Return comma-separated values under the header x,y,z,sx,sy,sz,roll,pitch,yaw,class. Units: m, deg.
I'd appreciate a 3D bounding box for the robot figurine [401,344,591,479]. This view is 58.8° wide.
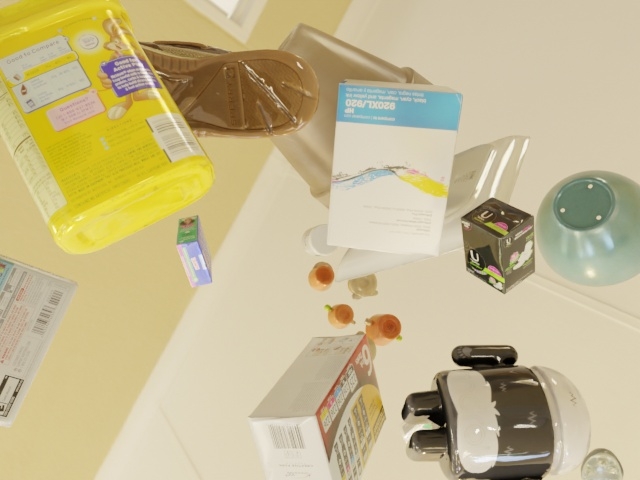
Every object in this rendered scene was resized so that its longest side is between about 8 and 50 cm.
x,y,z,sx,sy,sz,roll,pitch,yaw,class
0.270,0.284,0.885,0.173,0.278,0.209,-99,-175,-82,robot figurine

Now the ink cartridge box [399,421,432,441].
x,y,z,sx,sy,sz,roll,pitch,yaw,class
0.350,0.473,1.514,0.181,0.225,0.056,-55,-145,33,ink cartridge box

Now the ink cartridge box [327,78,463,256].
x,y,z,sx,sy,sz,roll,pitch,yaw,class
0.104,-0.115,0.855,0.171,0.168,0.232,-74,169,-72,ink cartridge box

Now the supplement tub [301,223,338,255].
x,y,z,sx,sy,sz,roll,pitch,yaw,class
0.000,0.000,1.276,0.107,0.071,0.071,165,-53,-77,supplement tub

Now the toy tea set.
x,y,z,sx,sy,sz,roll,pitch,yaw,class
0.095,0.200,1.664,0.336,0.200,0.124,62,-18,8,toy tea set

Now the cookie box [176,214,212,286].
x,y,z,sx,sy,sz,roll,pitch,yaw,class
-0.227,0.018,1.027,0.040,0.091,0.107,-15,-152,-5,cookie box

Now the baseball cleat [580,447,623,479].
x,y,z,sx,sy,sz,roll,pitch,yaw,class
0.534,0.440,1.075,0.072,0.205,0.109,-1,-146,27,baseball cleat

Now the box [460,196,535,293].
x,y,z,sx,sy,sz,roll,pitch,yaw,class
0.200,0.005,0.639,0.052,0.083,0.062,-31,-141,-19,box

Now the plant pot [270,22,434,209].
x,y,z,sx,sy,sz,roll,pitch,yaw,class
0.013,-0.258,1.115,0.323,0.280,0.323,-49,-161,23,plant pot

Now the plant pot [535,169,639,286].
x,y,z,sx,sy,sz,roll,pitch,yaw,class
0.650,-0.054,1.367,0.290,0.195,0.290,-14,-116,30,plant pot

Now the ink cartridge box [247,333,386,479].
x,y,z,sx,sy,sz,roll,pitch,yaw,class
0.018,0.365,1.071,0.130,0.309,0.271,-9,-76,23,ink cartridge box

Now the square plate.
x,y,z,sx,sy,sz,roll,pitch,yaw,class
0.211,-0.074,1.103,0.344,0.049,0.347,-20,-155,41,square plate

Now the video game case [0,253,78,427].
x,y,z,sx,sy,sz,roll,pitch,yaw,class
-0.451,0.116,0.729,0.212,0.193,0.023,-65,-154,-2,video game case

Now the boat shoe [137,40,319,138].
x,y,z,sx,sy,sz,roll,pitch,yaw,class
-0.169,-0.175,0.666,0.123,0.342,0.123,-76,165,-71,boat shoe

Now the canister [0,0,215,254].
x,y,z,sx,sy,sz,roll,pitch,yaw,class
-0.169,-0.089,0.415,0.126,0.073,0.170,-29,-104,-15,canister
